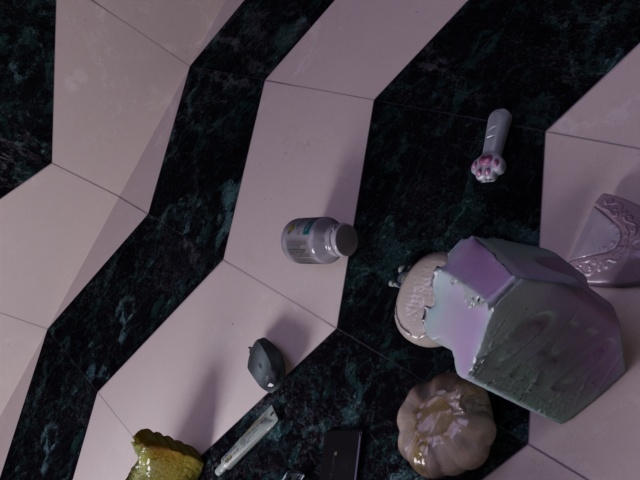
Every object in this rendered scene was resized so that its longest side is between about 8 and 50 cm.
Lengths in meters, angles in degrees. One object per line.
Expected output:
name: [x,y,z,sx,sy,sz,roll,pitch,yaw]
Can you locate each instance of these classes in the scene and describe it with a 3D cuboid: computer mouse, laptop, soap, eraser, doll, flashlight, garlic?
computer mouse: [-0.148,0.357,2.127,0.113,0.068,0.229,-68,27,11]
laptop: [0.044,0.559,1.829,0.135,0.016,0.197,-14,57,44]
soap: [0.380,0.158,1.366,0.261,0.446,0.156,-47,40,16]
eraser: [0.622,0.011,1.501,0.243,0.059,0.204,19,82,55]
doll: [0.225,0.096,1.893,0.083,0.050,0.076,-2,48,49]
flashlight: [0.434,-0.241,1.877,0.093,0.047,0.200,0,68,48]
garlic: [0.267,0.392,1.580,0.228,0.152,0.228,-25,45,28]

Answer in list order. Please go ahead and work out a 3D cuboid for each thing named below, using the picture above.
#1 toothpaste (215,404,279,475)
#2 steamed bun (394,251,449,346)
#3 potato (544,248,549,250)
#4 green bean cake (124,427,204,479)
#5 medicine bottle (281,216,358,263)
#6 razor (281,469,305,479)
toothpaste: [-0.207,0.563,2.084,0.255,0.037,0.067,-48,34,10]
steamed bun: [0.275,0.142,1.744,0.177,0.131,0.228,5,70,38]
potato: [0.425,0.069,1.632,0.149,0.120,0.081,-40,42,25]
green bean cake: [-0.486,0.682,2.164,0.124,0.233,0.236,23,84,57]
medicine bottle: [0.000,0.000,2.129,0.215,0.135,0.135,-2,66,48]
razor: [-0.035,0.679,1.811,0.232,0.068,0.106,46,113,42]
